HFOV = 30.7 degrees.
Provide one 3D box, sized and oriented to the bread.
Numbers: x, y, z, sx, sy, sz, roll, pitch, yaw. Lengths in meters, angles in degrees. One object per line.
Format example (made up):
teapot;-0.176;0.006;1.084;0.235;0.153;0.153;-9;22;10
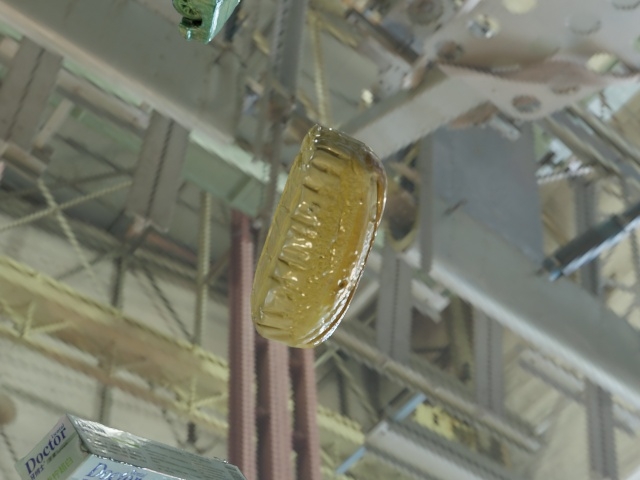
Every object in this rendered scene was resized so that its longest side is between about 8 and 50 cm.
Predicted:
bread;0.000;0.000;1.280;0.106;0.236;0.140;17;-162;-8

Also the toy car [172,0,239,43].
toy car;-0.113;-0.382;1.467;0.097;0.320;0.141;26;-121;3

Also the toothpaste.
toothpaste;-0.184;0.265;1.266;0.067;0.081;0.336;47;-174;34
